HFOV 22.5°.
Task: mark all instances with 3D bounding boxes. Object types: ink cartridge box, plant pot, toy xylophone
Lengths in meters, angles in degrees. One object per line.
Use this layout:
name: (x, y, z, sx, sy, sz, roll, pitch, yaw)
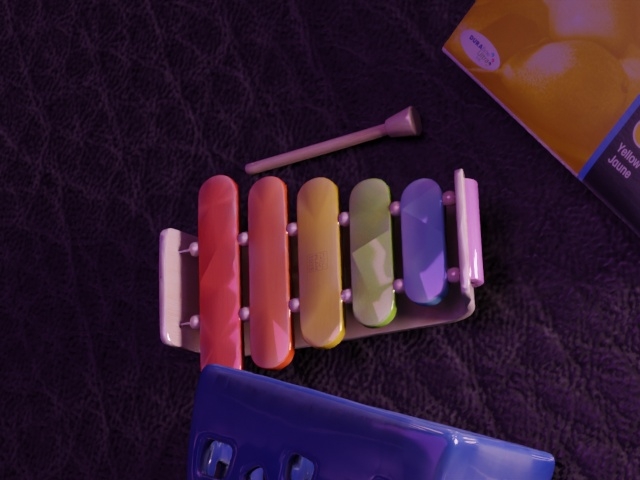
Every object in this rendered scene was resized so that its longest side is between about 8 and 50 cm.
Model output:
ink cartridge box: (0.292, -0.189, 1.342, 0.303, 0.072, 0.307, 48, 116, 32)
plant pot: (0.025, 0.235, 1.286, 0.236, 0.236, 0.212, 13, 85, 29)
toy xylophone: (0.000, 0.000, 1.461, 0.323, 0.081, 0.236, -19, 65, 20)
